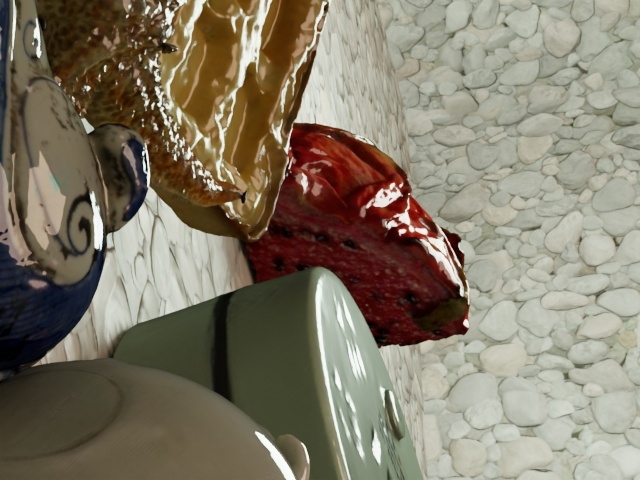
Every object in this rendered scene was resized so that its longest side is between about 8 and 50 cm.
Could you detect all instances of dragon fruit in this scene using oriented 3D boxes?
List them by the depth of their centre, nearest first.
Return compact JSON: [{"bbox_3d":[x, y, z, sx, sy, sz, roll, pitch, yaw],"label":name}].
[{"bbox_3d":[0.000,0.000,1.664,0.330,0.302,0.240,45,67,-49],"label":"dragon fruit"}]

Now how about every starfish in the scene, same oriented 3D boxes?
[{"bbox_3d":[-0.103,-0.160,0.899,0.301,0.084,0.293,-2,97,-57],"label":"starfish"}]

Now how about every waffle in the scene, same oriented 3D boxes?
[{"bbox_3d":[-0.096,-0.197,1.069,0.348,0.077,0.304,48,52,-53],"label":"waffle"}]

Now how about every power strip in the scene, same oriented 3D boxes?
[{"bbox_3d":[-0.019,0.201,1.154,0.357,0.161,0.357,-17,90,-81],"label":"power strip"}]

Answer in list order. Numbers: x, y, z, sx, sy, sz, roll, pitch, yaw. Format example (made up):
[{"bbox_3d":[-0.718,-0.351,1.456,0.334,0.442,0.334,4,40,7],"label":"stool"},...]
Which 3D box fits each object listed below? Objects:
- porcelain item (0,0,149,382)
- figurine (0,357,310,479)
[{"bbox_3d":[-0.179,-0.072,0.639,0.186,0.138,0.288,-27,112,-59],"label":"porcelain item"},{"bbox_3d":[-0.106,0.228,0.783,0.274,0.226,0.394,-136,-147,-54],"label":"figurine"}]
